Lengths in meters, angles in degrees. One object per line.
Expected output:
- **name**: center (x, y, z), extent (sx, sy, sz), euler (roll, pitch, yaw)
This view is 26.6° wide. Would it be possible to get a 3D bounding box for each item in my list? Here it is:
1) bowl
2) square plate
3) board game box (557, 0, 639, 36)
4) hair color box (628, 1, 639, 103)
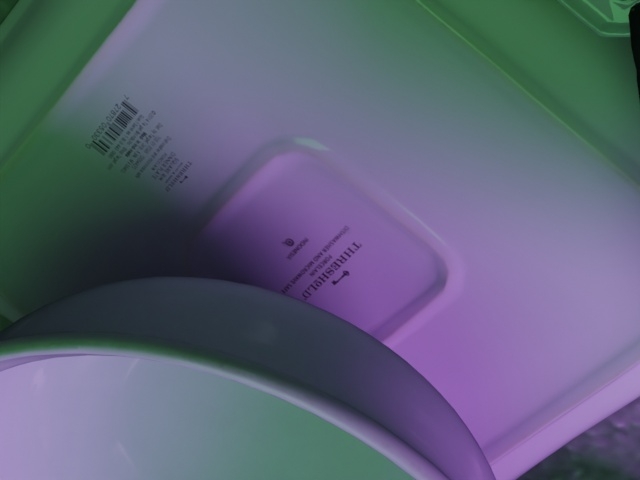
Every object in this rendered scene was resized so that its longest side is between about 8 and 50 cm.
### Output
- **bowl**: center (-0.041, 0.120, 0.592), extent (0.297, 0.134, 0.298), euler (8, 127, 11)
- **square plate**: center (0.000, 0.000, 0.608), extent (0.344, 0.049, 0.347), euler (37, 126, -13)
- **board game box**: center (0.082, -0.304, 0.360), extent (0.390, 0.050, 0.390), euler (38, 126, -12)
- **hair color box**: center (0.231, -0.008, 0.312), extent (0.113, 0.374, 0.185), euler (-4, 87, -23)
